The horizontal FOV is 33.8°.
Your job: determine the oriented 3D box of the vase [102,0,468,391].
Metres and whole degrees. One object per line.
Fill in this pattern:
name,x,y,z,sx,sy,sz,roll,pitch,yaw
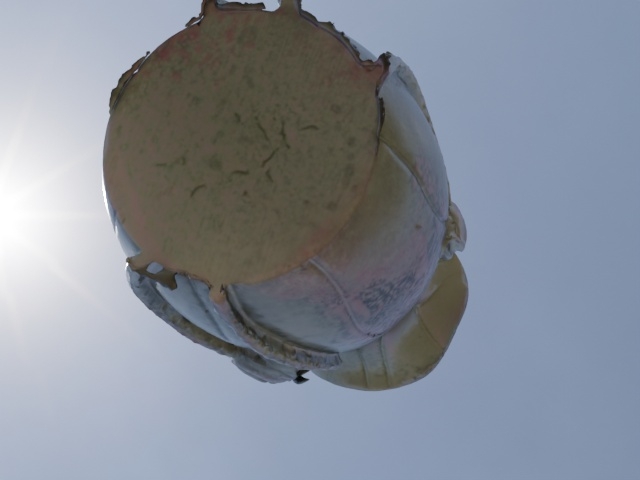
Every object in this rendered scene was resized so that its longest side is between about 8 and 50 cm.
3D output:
vase,0.000,0.000,0.849,0.249,0.445,0.250,-4,-107,13
